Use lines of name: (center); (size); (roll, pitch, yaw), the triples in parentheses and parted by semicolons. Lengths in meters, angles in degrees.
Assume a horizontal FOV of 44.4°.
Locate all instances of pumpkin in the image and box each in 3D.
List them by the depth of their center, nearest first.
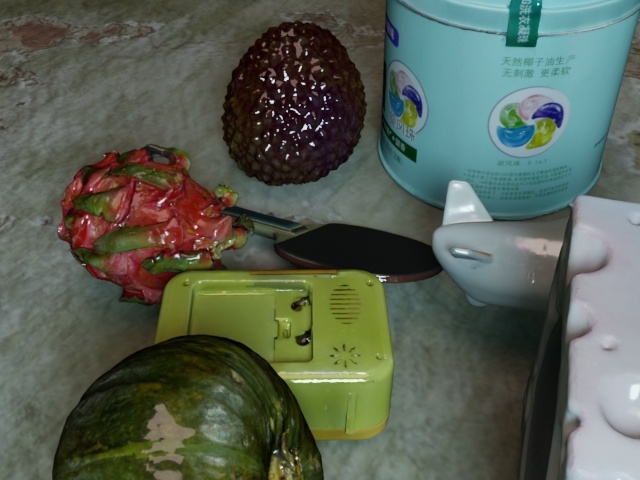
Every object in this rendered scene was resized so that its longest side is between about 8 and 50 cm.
pumpkin: (-0.082, 0.172, 0.522); (0.157, 0.224, 0.224); (-19, 37, 20)

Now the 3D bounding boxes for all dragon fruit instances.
dragon fruit: (-0.163, -0.013, 0.800); (0.172, 0.160, 0.166); (24, 14, 23)

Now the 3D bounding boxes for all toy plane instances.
toy plane: (0.223, 0.018, 0.720); (0.244, 0.118, 0.245); (9, -3, 0)

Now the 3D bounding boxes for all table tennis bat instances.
table tennis bat: (0.000, 0.000, 0.836); (0.274, 0.021, 0.154); (15, 19, 28)

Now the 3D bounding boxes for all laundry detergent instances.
laundry detergent: (0.213, -0.230, 0.912); (0.287, 0.305, 0.287); (-1, 41, 1)

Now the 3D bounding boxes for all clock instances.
clock: (-0.041, 0.100, 0.697); (0.202, 0.096, 0.143); (-1, 39, -1)

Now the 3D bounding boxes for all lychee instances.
lychee: (-0.030, -0.169, 0.945); (0.188, 0.188, 0.188); (-1, 41, 1)

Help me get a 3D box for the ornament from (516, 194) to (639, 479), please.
ornament: (0.264, 0.148, 0.527); (0.239, 0.239, 0.240); (10, 42, 11)
